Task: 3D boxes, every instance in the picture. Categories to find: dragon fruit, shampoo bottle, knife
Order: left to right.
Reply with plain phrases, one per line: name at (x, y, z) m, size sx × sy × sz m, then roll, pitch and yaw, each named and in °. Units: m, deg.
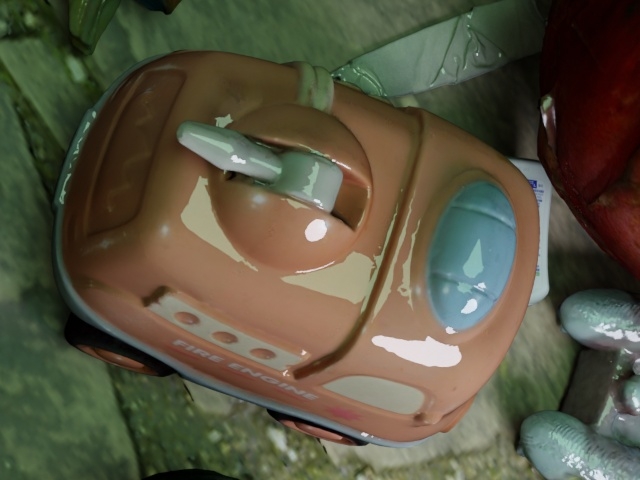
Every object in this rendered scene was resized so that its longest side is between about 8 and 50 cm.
shampoo bottle at (0.109, -0.001, 1.031) m, size 0.072 × 0.043 × 0.099 m, roll 4°, pitch 85°, yaw -22°
knife at (0.136, -0.138, 1.071) m, size 0.298 × 0.017 × 0.047 m, roll -19°, pitch 92°, yaw -21°
dragon fruit at (0.268, -0.087, 0.966) m, size 0.295 × 0.295 × 0.301 m, roll -48°, pitch 145°, yaw -20°

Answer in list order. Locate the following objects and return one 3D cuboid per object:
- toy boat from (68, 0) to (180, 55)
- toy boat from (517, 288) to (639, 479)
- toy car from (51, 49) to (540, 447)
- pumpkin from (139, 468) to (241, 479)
toy boat at (-0.088, -0.178, 0.944) m, size 0.066 × 0.065 × 0.172 m, roll 36°, pitch 77°, yaw -4°
toy boat at (0.240, 0.119, 1.059) m, size 0.227 × 0.085 × 0.155 m, roll 25°, pitch 75°, yaw -21°
toy car at (0.000, 0.000, 0.885) m, size 0.270 × 0.212 × 0.180 m, roll 23°, pitch 76°, yaw -19°
pumpkin at (-0.032, 0.198, 0.866) m, size 0.202 × 0.202 × 0.140 m, roll 32°, pitch 91°, yaw -19°
